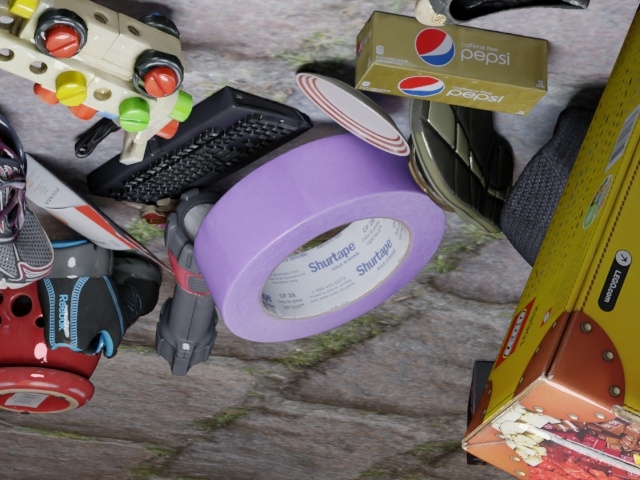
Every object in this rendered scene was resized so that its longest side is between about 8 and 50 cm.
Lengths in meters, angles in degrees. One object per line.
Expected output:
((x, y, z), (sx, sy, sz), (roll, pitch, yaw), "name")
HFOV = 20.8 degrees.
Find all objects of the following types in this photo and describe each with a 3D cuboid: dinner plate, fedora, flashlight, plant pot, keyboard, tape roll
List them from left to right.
((-0.390, 0.143, 2.418), (0.191, 0.174, 0.191), (0, 160, 0), "plant pot")
((-0.170, -0.102, 1.947), (0.202, 0.033, 0.317), (16, 155, -32), "keyboard")
((-0.151, 0.049, 2.135), (0.103, 0.103, 0.304), (-31, 162, -24), "flashlight")
((0.000, 0.000, 1.954), (0.275, 0.090, 0.275), (-22, 152, -12), "tape roll")
((0.036, -0.133, 1.787), (0.141, 0.017, 0.141), (34, 170, 7), "dinner plate")
((0.284, -0.042, 1.822), (0.152, 0.334, 0.334), (31, 162, 11), "fedora")

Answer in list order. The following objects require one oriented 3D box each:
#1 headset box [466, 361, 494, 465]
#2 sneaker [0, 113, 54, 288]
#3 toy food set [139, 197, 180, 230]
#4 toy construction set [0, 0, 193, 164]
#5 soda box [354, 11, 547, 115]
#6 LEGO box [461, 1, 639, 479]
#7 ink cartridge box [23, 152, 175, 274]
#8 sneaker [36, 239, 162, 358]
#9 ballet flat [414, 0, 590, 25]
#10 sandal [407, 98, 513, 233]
((0.346, 0.278, 2.788), (0.218, 0.110, 0.293), (2, 159, 2), "headset box")
((-0.360, -0.055, 1.892), (0.112, 0.120, 0.299), (-9, 140, 15), "sneaker")
((-0.175, -0.028, 2.113), (0.078, 0.019, 0.122), (-15, 167, 31), "toy food set")
((-0.251, -0.148, 1.662), (0.328, 0.151, 0.215), (9, 135, -39), "toy construction set")
((0.128, -0.171, 1.697), (0.181, 0.058, 0.061), (7, 158, -14), "soda box")
((0.389, 0.010, 1.405), (0.373, 0.500, 0.193), (27, 155, -3), "LEGO box")
((-0.267, -0.017, 2.021), (0.179, 0.045, 0.145), (41, 179, 30), "ink cartridge box")
((-0.294, 0.084, 2.246), (0.125, 0.139, 0.341), (-1, 173, 12), "sneaker")
((0.162, -0.220, 1.577), (0.173, 0.049, 0.057), (-10, 155, 28), "ballet flat")
((0.139, -0.081, 1.866), (0.086, 0.120, 0.303), (9, 163, 21), "sandal")
